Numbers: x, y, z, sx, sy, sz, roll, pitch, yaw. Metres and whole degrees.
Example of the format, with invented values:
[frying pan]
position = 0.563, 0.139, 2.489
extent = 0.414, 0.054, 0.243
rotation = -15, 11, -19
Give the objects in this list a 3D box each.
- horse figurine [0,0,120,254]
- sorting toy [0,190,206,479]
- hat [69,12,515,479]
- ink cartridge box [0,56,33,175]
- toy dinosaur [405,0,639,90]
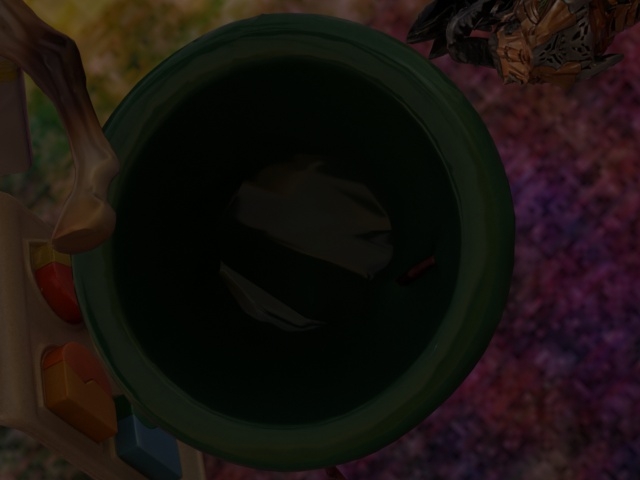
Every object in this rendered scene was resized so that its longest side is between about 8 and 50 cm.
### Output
[horse figurine]
position = -0.149, -0.064, 0.468
extent = 0.263, 0.174, 0.066
rotation = -15, -22, 5
[sorting toy]
position = -0.149, 0.079, 1.249
extent = 0.038, 0.208, 0.193
rotation = -30, 48, 21
[hat]
position = 0.000, 0.000, 0.801
extent = 0.208, 0.173, 0.183
rotation = -46, -5, 16
[ink cartridge box]
position = -0.280, -0.170, 1.042
extent = 0.197, 0.198, 0.270
rotation = -11, -28, -10
[toy dinosaur]
position = 0.159, -0.172, 1.056
extent = 0.218, 0.164, 0.322
rotation = 12, 17, 34
